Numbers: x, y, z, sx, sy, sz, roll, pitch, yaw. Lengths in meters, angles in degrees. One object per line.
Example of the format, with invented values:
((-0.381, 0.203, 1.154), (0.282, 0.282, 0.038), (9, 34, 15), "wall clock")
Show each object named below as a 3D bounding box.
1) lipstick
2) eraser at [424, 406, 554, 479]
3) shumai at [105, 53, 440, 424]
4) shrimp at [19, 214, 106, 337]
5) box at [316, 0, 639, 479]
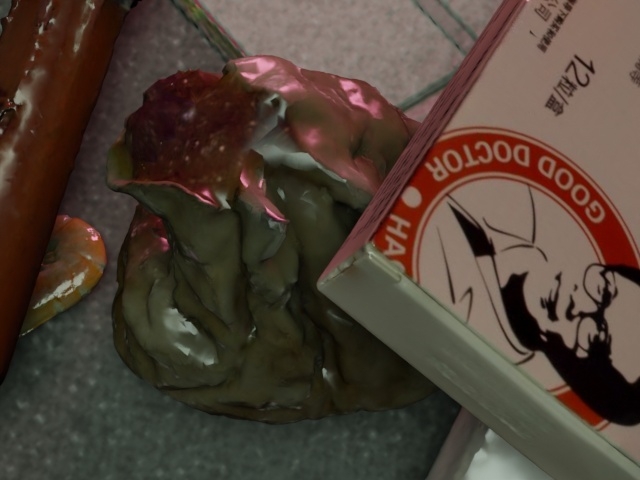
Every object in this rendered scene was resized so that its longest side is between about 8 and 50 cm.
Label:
((-0.151, -0.098, 0.756), (0.077, 0.077, 0.418), (16, 76, 1), "lipstick")
((0.119, 0.190, 0.716), (0.174, 0.095, 0.270), (30, 82, -12), "eraser")
((-0.002, 0.004, 0.699), (0.218, 0.185, 0.184), (8, 81, 0), "shumai")
((-0.173, 0.024, 0.775), (0.108, 0.023, 0.059), (-31, 74, -6), "shrimp")
((0.171, -0.047, 0.693), (0.214, 0.069, 0.353), (39, 61, -8), "box")
